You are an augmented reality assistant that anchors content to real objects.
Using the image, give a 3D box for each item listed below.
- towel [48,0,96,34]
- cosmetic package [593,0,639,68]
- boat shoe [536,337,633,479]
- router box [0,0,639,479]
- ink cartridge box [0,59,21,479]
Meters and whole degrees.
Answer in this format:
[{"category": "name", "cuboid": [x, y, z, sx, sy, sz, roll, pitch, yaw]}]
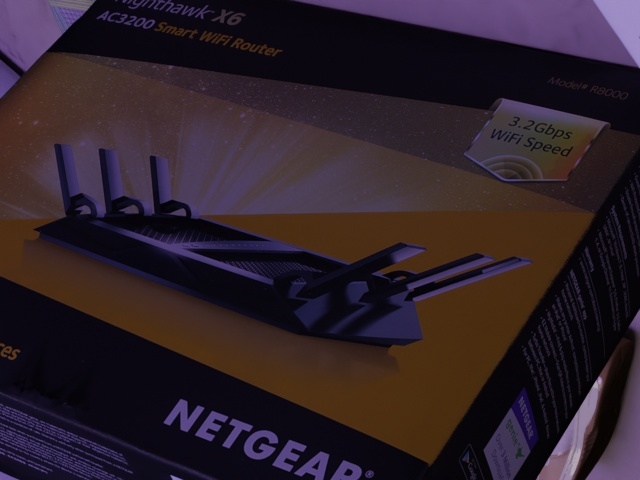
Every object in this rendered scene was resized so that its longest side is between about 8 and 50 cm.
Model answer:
[{"category": "towel", "cuboid": [-0.114, -0.107, 0.863, 0.060, 0.009, 0.083, 14, 142, 37]}, {"category": "cosmetic package", "cuboid": [0.147, -0.104, 0.512, 0.231, 0.085, 0.117, 48, 148, -21]}, {"category": "boat shoe", "cuboid": [0.127, 0.088, 0.843, 0.045, 0.050, 0.135, 29, 140, 21]}, {"category": "router box", "cuboid": [-0.030, 0.008, 0.698, 0.309, 0.243, 0.081, 16, 144, 32]}, {"category": "ink cartridge box", "cuboid": [-0.248, 0.003, 0.945, 0.307, 0.223, 0.129, 42, 150, -8]}]
